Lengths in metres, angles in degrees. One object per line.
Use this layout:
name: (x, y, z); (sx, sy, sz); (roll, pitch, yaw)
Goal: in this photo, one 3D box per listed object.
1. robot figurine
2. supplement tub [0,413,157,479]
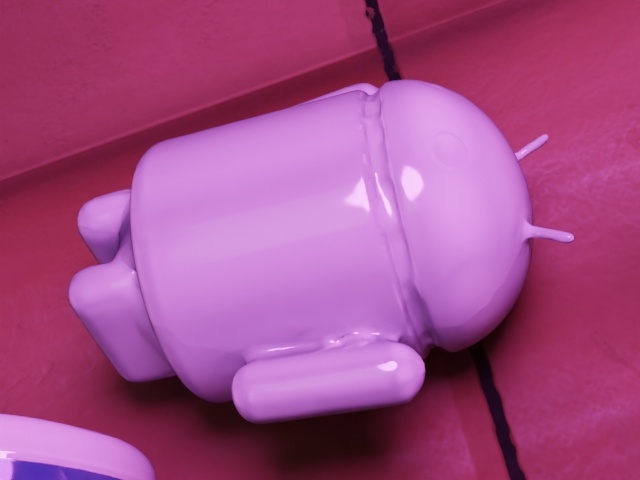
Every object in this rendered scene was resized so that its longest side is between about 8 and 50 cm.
robot figurine: (0.000, 0.000, 0.890); (0.354, 0.199, 0.300); (-13, 50, 11)
supplement tub: (-0.232, 0.292, 0.814); (0.228, 0.228, 0.316); (-5, 66, 14)
